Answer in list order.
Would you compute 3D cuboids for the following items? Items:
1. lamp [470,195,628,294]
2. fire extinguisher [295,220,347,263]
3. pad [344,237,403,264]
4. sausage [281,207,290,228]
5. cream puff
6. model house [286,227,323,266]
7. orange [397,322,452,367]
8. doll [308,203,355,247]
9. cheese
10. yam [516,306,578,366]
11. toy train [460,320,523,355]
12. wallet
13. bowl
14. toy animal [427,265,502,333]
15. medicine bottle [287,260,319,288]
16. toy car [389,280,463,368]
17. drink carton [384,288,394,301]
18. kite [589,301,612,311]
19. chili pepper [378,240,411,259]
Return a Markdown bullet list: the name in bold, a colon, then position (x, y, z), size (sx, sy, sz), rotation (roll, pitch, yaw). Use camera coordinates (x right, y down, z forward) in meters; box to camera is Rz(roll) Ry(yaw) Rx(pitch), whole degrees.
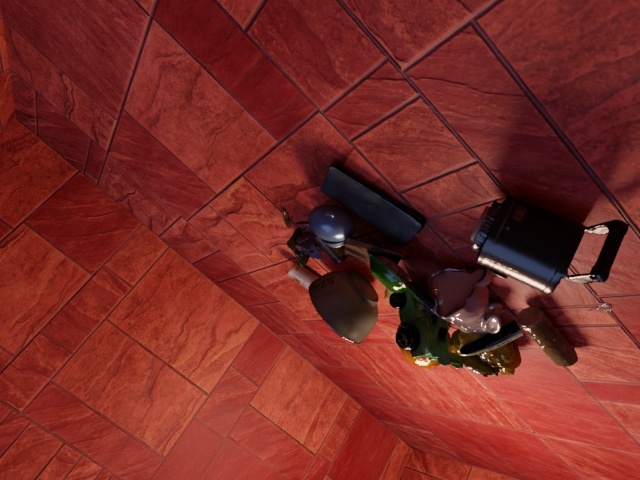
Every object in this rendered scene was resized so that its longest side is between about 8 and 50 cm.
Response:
- **lamp**: position (0.544, 0.004, 1.260), size (0.272, 0.205, 0.374), rotation (31, 164, 0)
- **fire extinguisher**: position (0.003, 0.001, 2.000), size (0.252, 0.106, 0.075), rotation (47, -175, -21)
- **pad**: position (0.193, 0.057, 1.823), size (0.220, 0.004, 0.330), rotation (17, 169, 7)
- **sausage**: position (-0.152, -0.094, 2.114), size (0.024, 0.024, 0.132), rotation (23, 150, 23)
- **cream puff**: position (0.652, 0.459, 1.915), size (0.281, 0.185, 0.282), rotation (28, 150, 18)
- **model house**: position (-0.057, 0.033, 2.117), size (0.088, 0.117, 0.167), rotation (4, 137, 41)
- **orange**: position (0.449, 0.432, 2.055), size (0.240, 0.240, 0.240), rotation (27, 152, 16)
- **doll**: position (0.047, -0.056, 1.801), size (0.177, 0.141, 0.314), rotation (16, 169, 9)
- **cheese**: position (0.286, 0.152, 1.720), size (0.320, 0.083, 0.204), rotation (41, 175, 24)
- **yam**: position (0.795, 0.340, 1.658), size (0.259, 0.093, 0.093), rotation (45, 152, -19)
- **toy train**: position (0.636, 0.378, 1.780), size (0.051, 0.233, 0.052), rotation (53, -168, -35)
- **wallet**: position (0.175, -0.123, 1.665), size (0.379, 0.046, 0.191), rotation (35, 153, 3)
- **bowl**: position (0.135, 0.262, 2.114), size (0.354, 0.354, 0.185), rotation (41, 109, -12)
- **toy animal**: position (0.542, 0.235, 1.712), size (0.257, 0.194, 0.357), rotation (-20, 141, 31)
- **medicine bottle**: position (-0.075, 0.190, 2.421), size (0.183, 0.086, 0.086), rotation (34, 154, 2)
- **toy car**: position (0.404, 0.326, 1.834), size (0.176, 0.359, 0.213), rotation (-25, 148, 30)
- **drink carton**: position (0.316, 0.223, 2.038), size (0.084, 0.074, 0.200), rotation (26, 151, 19)
- **kite**: position (0.864, 0.210, 1.459), size (0.044, 0.002, 0.078), rotation (27, 151, 15)
- **chili pepper**: position (0.281, 0.039, 1.785), size (0.123, 0.070, 0.073), rotation (4, 124, 49)
